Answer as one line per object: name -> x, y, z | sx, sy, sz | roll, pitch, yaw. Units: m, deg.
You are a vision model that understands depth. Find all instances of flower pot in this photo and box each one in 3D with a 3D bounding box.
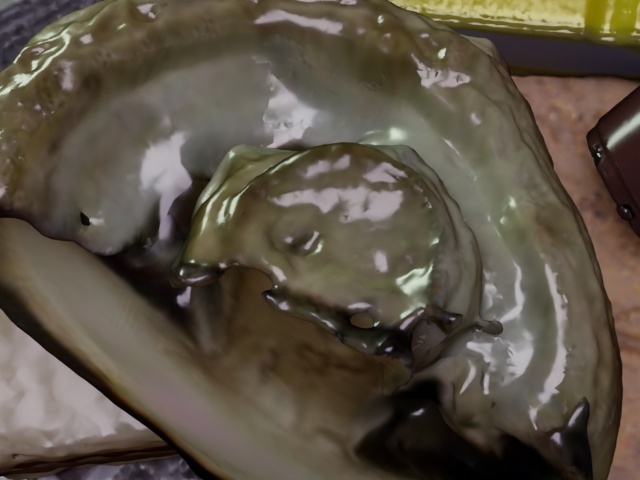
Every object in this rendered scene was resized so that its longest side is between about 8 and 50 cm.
flower pot -> 0.192, -0.047, 0.827 | 0.089, 0.111, 0.111 | -32, 75, 18

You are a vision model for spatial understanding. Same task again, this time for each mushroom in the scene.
mushroom -> 0.003, 0.005, 0.625 | 0.267, 0.190, 0.164 | 19, 60, 19

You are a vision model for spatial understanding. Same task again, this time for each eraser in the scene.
eraser -> 0.123, -0.203, 0.879 | 0.158, 0.069, 0.226 | 8, 80, 12

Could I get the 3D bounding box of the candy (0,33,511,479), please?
candy -> -0.046, 0.014, 0.780 | 0.320, 0.135, 0.180 | -8, 79, 7

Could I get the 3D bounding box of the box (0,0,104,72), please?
box -> -0.156, -0.172, 0.925 | 0.350, 0.058, 0.211 | -27, 75, 2

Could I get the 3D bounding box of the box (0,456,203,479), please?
box -> -0.033, 0.079, 0.857 | 0.180, 0.047, 0.325 | 40, 87, 14
